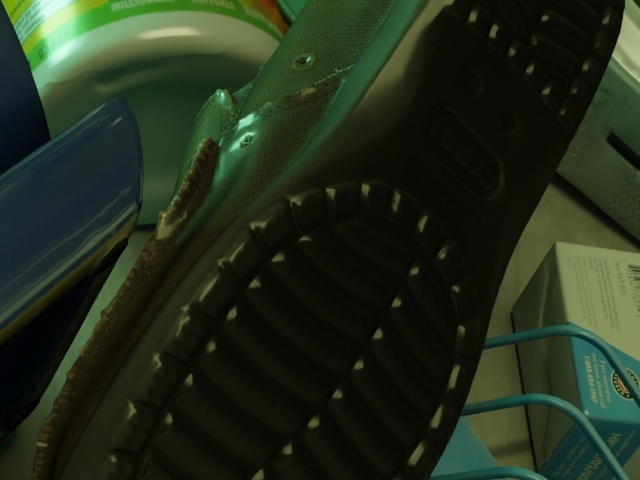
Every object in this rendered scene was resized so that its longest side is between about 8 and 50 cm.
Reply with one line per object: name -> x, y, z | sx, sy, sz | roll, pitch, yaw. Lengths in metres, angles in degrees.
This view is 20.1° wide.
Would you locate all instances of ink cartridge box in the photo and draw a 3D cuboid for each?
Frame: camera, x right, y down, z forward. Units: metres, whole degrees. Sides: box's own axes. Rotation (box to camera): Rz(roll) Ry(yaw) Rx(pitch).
ink cartridge box -> 0.194, 0.069, 0.887 | 0.181, 0.061, 0.104 | 8, 50, -14

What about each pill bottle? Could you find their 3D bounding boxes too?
pill bottle -> -0.100, -0.142, 0.897 | 0.136, 0.136, 0.245 | -1, 52, -22

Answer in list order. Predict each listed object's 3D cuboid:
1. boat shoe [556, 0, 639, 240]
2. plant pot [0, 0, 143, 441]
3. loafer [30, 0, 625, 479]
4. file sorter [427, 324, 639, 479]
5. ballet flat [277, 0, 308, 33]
boat shoe -> 0.149, -0.110, 0.998 | 0.335, 0.121, 0.119 | 47, 42, 6
plant pot -> -0.215, 0.007, 0.676 | 0.212, 0.236, 0.236 | 42, 49, 5
loafer -> 0.000, 0.000, 0.739 | 0.134, 0.130, 0.366 | 50, 59, -26
file sorter -> 0.070, 0.132, 0.726 | 0.118, 0.104, 0.170 | 54, 42, -25
ballet flat -> -0.021, -0.163, 0.985 | 0.077, 0.077, 0.231 | -5, 56, -22
